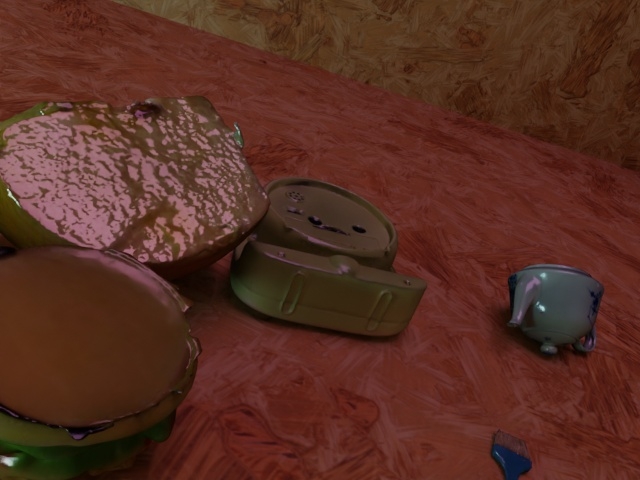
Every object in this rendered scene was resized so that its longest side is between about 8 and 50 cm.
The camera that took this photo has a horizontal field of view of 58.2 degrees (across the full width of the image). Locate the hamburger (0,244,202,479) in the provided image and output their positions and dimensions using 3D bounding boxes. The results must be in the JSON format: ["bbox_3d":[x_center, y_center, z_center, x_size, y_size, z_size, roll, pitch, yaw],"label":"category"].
[{"bbox_3d":[-0.240,0.120,0.548,0.237,0.148,0.237,19,36,-15],"label":"hamburger"}]

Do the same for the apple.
[{"bbox_3d":[-0.260,-0.061,0.742,0.309,0.252,0.314,-23,28,-37],"label":"apple"}]

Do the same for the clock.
[{"bbox_3d":[0.000,0.000,0.951,0.286,0.117,0.348,13,29,-16],"label":"clock"}]

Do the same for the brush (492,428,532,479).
[{"bbox_3d":[0.232,0.296,0.699,0.051,0.014,0.164,23,29,7],"label":"brush"}]

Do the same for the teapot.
[{"bbox_3d":[0.404,0.129,0.998,0.232,0.159,0.159,23,24,-30],"label":"teapot"}]
